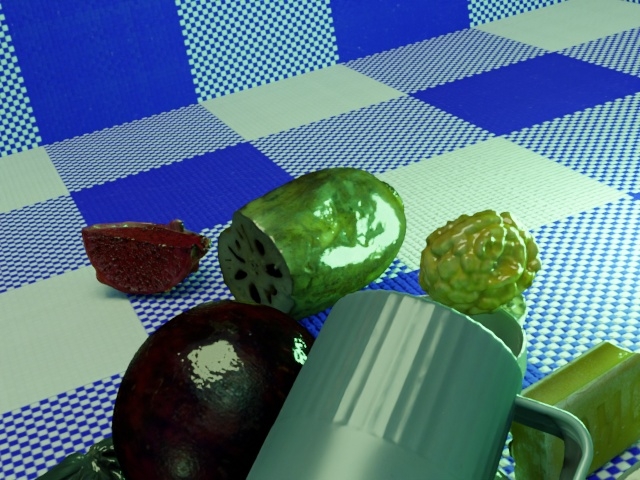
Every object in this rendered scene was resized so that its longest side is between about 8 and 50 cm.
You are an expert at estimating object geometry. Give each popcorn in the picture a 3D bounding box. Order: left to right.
[{"bbox_3d":[0.223,0.031,1.444,0.180,0.170,0.180,-13,41,11],"label":"popcorn"}]

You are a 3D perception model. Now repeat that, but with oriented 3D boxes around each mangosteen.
[{"bbox_3d":[-0.094,0.241,1.294,0.359,0.306,0.306,29,42,25],"label":"mangosteen"}]

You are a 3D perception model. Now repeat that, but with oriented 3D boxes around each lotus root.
[{"bbox_3d":[0.000,0.000,1.831,0.346,0.251,0.250,-29,30,-35],"label":"lotus root"}]

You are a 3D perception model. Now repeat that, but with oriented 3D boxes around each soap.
[{"bbox_3d":[0.352,0.224,1.319,0.232,0.140,0.073,-24,31,-28],"label":"soap"}]

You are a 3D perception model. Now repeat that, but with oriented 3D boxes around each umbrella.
[{"bbox_3d":[-0.364,0.361,1.363,0.143,0.094,0.348,-13,11,45],"label":"umbrella"}]

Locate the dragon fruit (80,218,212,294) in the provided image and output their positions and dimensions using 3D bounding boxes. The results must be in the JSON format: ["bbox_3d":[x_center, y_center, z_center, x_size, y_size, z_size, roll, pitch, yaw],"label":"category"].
[{"bbox_3d":[-0.334,0.033,2.045,0.274,0.126,0.161,8,19,16],"label":"dragon fruit"}]

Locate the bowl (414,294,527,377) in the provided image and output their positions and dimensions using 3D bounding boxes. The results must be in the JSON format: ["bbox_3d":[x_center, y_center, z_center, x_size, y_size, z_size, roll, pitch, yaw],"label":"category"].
[{"bbox_3d":[0.153,0.205,1.435,0.286,0.144,0.287,-9,24,4],"label":"bowl"}]

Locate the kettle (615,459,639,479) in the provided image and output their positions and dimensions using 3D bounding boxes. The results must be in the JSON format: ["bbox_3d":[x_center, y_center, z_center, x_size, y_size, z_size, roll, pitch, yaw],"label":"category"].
[{"bbox_3d":[0.358,0.394,0.875,0.319,0.247,0.342,-39,54,-6],"label":"kettle"}]

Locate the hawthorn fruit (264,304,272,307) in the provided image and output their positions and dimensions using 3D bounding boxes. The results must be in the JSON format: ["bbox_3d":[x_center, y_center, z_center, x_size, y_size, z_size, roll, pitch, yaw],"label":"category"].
[{"bbox_3d":[-0.105,0.169,1.627,0.148,0.148,0.172,7,17,33],"label":"hawthorn fruit"}]

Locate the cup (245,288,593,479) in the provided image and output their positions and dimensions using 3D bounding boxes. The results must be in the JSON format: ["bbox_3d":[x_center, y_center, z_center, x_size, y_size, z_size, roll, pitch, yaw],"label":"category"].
[{"bbox_3d":[0.093,0.242,1.095,0.331,0.257,0.311,1,53,39],"label":"cup"}]

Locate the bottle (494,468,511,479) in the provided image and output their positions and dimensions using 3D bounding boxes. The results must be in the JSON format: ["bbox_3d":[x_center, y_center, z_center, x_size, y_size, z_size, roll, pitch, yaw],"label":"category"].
[{"bbox_3d":[0.226,0.333,1.217,0.072,0.072,0.201,-20,27,-19],"label":"bottle"}]

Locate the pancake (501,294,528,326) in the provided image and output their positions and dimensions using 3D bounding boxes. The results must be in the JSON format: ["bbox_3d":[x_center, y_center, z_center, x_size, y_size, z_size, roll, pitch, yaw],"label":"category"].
[{"bbox_3d":[0.201,0.137,1.701,0.286,0.033,0.288,1,26,27],"label":"pancake"}]
